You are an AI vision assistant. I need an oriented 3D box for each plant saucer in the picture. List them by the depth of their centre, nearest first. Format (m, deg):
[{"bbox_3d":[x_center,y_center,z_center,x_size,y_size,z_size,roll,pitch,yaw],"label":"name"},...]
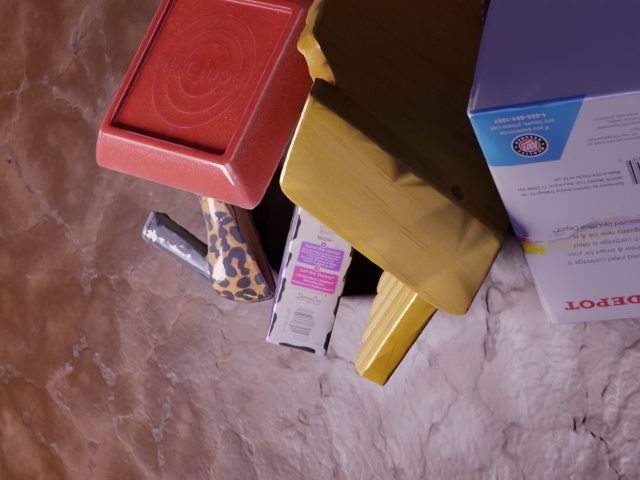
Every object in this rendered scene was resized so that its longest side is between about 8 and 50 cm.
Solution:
[{"bbox_3d":[-0.124,-0.183,2.196,0.258,0.048,0.259,17,78,38],"label":"plant saucer"}]

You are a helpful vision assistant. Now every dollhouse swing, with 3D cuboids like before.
[{"bbox_3d":[0.047,-0.090,1.901,0.315,0.346,0.305,36,133,-18],"label":"dollhouse swing"}]

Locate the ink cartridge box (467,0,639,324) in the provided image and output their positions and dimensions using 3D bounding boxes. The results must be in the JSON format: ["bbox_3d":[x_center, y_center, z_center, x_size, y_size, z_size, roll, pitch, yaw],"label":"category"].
[{"bbox_3d":[0.273,-0.089,1.738,0.198,0.197,0.270,-6,133,22],"label":"ink cartridge box"}]

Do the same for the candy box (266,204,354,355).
[{"bbox_3d":[0.000,0.000,2.126,0.070,0.165,0.196,14,112,-2],"label":"candy box"}]

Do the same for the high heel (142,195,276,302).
[{"bbox_3d":[-0.083,-0.066,2.247,0.186,0.093,0.261,32,109,24],"label":"high heel"}]

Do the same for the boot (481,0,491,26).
[{"bbox_3d":[0.248,-0.286,1.842,0.085,0.179,0.236,33,119,33],"label":"boot"}]
